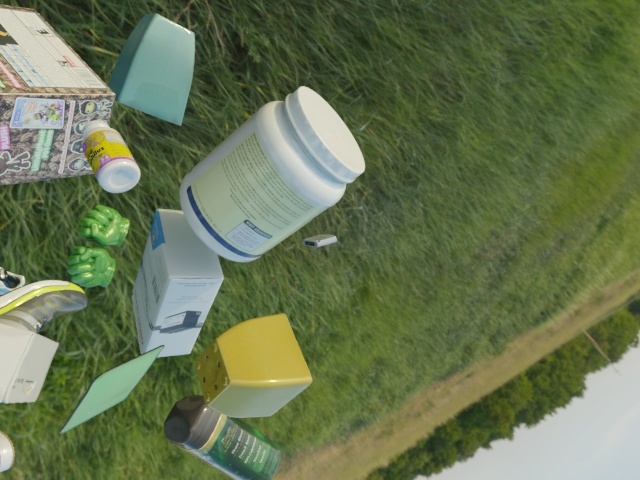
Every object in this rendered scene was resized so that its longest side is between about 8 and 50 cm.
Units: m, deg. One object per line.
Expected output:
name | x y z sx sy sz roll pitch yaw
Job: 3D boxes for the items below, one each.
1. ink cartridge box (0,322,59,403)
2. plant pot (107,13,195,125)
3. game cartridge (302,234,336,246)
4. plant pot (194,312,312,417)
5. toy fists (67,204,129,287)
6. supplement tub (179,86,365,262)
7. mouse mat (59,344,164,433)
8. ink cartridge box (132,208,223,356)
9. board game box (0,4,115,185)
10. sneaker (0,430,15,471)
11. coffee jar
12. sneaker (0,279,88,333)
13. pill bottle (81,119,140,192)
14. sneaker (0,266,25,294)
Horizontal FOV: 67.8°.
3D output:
ink cartridge box | -0.473 0.140 0.608 0.212 0.093 0.154 19 159 -10
plant pot | -0.425 -0.447 1.233 0.165 0.165 0.234 16 100 -40
game cartridge | 0.000 0.000 1.058 0.056 0.017 0.083 -19 -169 -23
plant pot | -0.075 0.128 0.476 0.083 0.081 0.081 8 135 -46
toy fists | -0.752 0.020 1.605 0.142 0.096 0.279 25 74 -43
supplement tub | -0.098 -0.127 0.964 0.325 0.235 0.235 -34 156 24
mouse mat | -0.380 0.271 0.875 0.190 0.007 0.152 -51 165 24
ink cartridge box | -0.363 0.111 1.180 0.129 0.223 0.307 3 134 -33
board game box | -0.463 -0.189 0.600 0.291 0.232 0.141 -20 148 -50
sneaker | -0.329 0.176 0.405 0.067 0.118 0.042 4 94 -65
coffee jar | -0.154 0.318 0.755 0.096 0.079 0.184 -12 132 41
sneaker | -0.526 0.159 0.806 0.111 0.121 0.300 -39 172 30
pill bottle | -0.230 -0.093 0.516 0.043 0.083 0.043 -28 151 -17
sneaker | -0.958 0.100 1.352 0.086 0.085 0.237 -28 159 9
